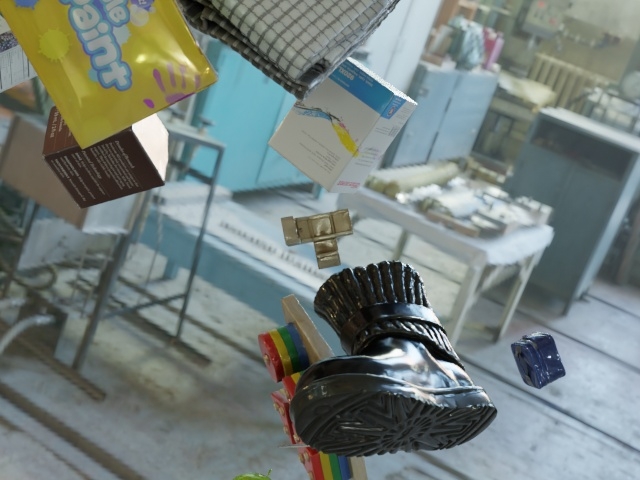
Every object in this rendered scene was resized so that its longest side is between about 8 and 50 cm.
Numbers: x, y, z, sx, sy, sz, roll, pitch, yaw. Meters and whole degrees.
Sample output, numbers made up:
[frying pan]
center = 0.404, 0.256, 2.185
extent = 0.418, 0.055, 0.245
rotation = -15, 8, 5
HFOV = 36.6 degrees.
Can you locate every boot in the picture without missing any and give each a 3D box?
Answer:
[boot]
center = 0.054, 0.137, 1.239
extent = 0.348, 0.131, 0.260
rotation = 17, 37, -48

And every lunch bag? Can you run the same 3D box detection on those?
[lunch bag]
center = 0.382, 0.211, 1.718
extent = 0.065, 0.098, 0.067
rotation = -26, 9, -20

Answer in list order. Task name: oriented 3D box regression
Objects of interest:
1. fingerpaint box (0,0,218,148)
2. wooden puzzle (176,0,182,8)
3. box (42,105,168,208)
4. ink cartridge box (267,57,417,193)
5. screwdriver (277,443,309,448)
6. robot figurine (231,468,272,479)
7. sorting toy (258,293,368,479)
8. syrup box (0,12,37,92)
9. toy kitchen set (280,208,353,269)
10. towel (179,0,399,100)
[fingerpaint box]
center = -0.297, -0.350, 1.036
extent = 0.163, 0.445, 0.371
rotation = -28, 19, -4
[wooden puzzle]
center = -0.272, -0.517, 1.756
extent = 0.348, 0.080, 0.322
rotation = -20, -7, 24
[box]
center = -0.447, -0.199, 2.031
extent = 0.203, 0.167, 0.168
rotation = -16, 46, 10
[ink cartridge box]
center = 0.045, -0.233, 1.937
extent = 0.168, 0.232, 0.171
rotation = 38, 13, 16
[screwdriver]
center = 0.003, 0.301, 1.411
extent = 0.170, 0.024, 0.025
rotation = 2, 66, -45
[robot figurine]
center = -0.079, 0.285, 0.973
extent = 0.067, 0.115, 0.101
rotation = 29, 3, -4
[sorting toy]
center = -0.023, 0.268, 1.628
extent = 0.089, 0.257, 0.255
rotation = -20, 35, -13
[syrup box]
center = -0.469, -0.288, 1.417
extent = 0.093, 0.096, 0.237
rotation = 41, 55, 20
[toy kitchen set]
center = 0.000, 0.000, 1.182
extent = 0.083, 0.068, 0.075
rotation = -11, -3, 1
[towel]
center = -0.035, -0.345, 1.337
extent = 0.235, 0.121, 0.283
rotation = 39, 59, 3
